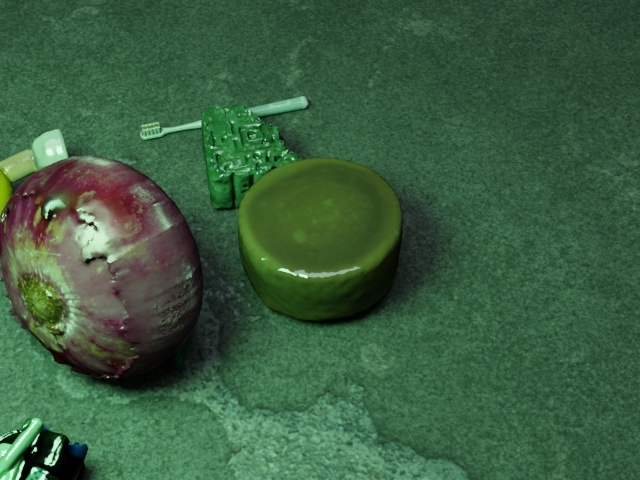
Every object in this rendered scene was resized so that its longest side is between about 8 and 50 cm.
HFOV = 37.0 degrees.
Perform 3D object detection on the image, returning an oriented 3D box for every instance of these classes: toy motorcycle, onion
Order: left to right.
[{"bbox_3d":[-0.447,0.425,1.372,0.196,0.125,0.331,16,59,10],"label":"toy motorcycle"},{"bbox_3d":[-0.328,0.033,1.517,0.345,0.358,0.358,-29,58,-22],"label":"onion"}]

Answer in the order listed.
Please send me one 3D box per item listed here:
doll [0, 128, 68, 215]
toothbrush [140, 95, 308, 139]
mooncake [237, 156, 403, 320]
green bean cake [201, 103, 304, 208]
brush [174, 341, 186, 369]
[{"bbox_3d":[-0.618,-0.051,1.708,0.348,0.161,0.423,39,63,14],"label":"doll"},{"bbox_3d":[-0.192,-0.247,1.917,0.342,0.030,0.025,-11,58,-10],"label":"toothbrush"},{"bbox_3d":[0.000,0.000,1.652,0.284,0.155,0.284,-2,54,3],"label":"mooncake"},{"bbox_3d":[-0.127,-0.171,1.813,0.193,0.107,0.208,-10,52,-5],"label":"green bean cake"},{"bbox_3d":[-0.247,0.135,1.630,0.032,0.043,0.193,-13,54,14],"label":"brush"}]
